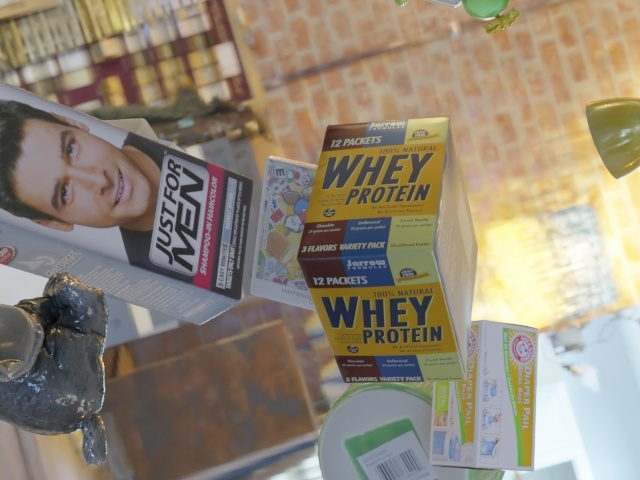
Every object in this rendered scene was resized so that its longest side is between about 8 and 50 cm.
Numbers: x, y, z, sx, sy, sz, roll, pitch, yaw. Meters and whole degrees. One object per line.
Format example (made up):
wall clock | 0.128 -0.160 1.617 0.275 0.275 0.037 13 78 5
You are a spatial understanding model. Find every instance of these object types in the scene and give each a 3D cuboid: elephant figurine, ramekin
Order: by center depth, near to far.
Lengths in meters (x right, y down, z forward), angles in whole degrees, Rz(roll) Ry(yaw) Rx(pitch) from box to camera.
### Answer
elephant figurine | -0.329 0.105 1.074 0.186 0.239 0.169 22 -78 45
ramekin | 0.144 0.343 1.881 0.148 0.303 0.303 -24 98 -63

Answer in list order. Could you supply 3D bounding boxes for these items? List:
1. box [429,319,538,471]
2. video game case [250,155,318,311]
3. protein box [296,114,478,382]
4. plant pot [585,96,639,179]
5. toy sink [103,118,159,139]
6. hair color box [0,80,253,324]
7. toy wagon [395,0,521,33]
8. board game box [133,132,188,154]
box | 0.230 0.218 1.612 0.114 0.103 0.203 -17 -113 59
video game case | 0.000 0.000 1.756 0.026 0.206 0.227 -33 134 -64
protein box | 0.079 0.011 1.203 0.201 0.136 0.200 70 23 -43
plant pot | 0.497 -0.176 1.838 0.134 0.095 0.134 40 39 -43
toy sink | -0.402 -0.098 2.128 0.131 0.152 0.234 60 41 -41
hair color box | -0.277 -0.040 1.463 0.113 0.374 0.185 -31 -133 49
toy wagon | 0.226 -0.504 1.957 0.344 0.267 0.068 60 4 1
board game box | -0.276 -0.147 2.048 0.154 0.103 0.026 40 67 -65
